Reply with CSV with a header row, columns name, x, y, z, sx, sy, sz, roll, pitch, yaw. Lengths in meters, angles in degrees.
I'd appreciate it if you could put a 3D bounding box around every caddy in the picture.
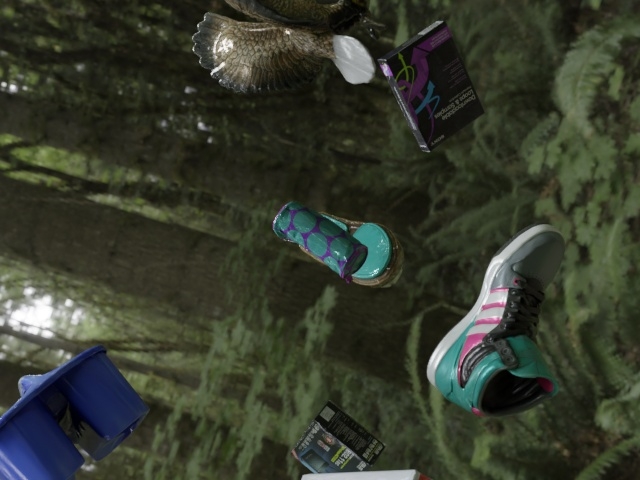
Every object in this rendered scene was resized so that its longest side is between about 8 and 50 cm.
name,x,y,z,sx,sy,sz,roll,pitch,yaw
caddy,-0.421,0.290,1.361,0.241,0.179,0.341,-40,-5,-29

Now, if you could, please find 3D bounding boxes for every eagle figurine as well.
name,x,y,z,sx,sy,sz,roll,pitch,yaw
eagle figurine,-0.060,-0.347,1.352,0.225,0.298,0.226,-128,26,-69

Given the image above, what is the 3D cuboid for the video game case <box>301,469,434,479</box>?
name,x,y,z,sx,sy,sz,roll,pitch,yaw
video game case,0.140,0.314,0.902,0.204,0.285,0.025,-24,38,54

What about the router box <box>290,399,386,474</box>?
name,x,y,z,sx,sy,sz,roll,pitch,yaw
router box,0.021,0.268,1.094,0.038,0.092,0.122,-47,-10,-37

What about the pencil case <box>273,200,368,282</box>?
name,x,y,z,sx,sy,sz,roll,pitch,yaw
pencil case,0.000,0.000,1.365,0.064,0.152,0.070,-21,-40,-56

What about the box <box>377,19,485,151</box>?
name,x,y,z,sx,sy,sz,roll,pitch,yaw
box,0.170,-0.231,1.287,0.116,0.162,0.029,-36,26,-13

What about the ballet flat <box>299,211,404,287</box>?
name,x,y,z,sx,sy,sz,roll,pitch,yaw
ballet flat,0.075,0.029,1.564,0.116,0.124,0.342,-58,30,-8

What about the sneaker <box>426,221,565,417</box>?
name,x,y,z,sx,sy,sz,roll,pitch,yaw
sneaker,0.279,0.129,1.190,0.295,0.124,0.178,-59,32,11
